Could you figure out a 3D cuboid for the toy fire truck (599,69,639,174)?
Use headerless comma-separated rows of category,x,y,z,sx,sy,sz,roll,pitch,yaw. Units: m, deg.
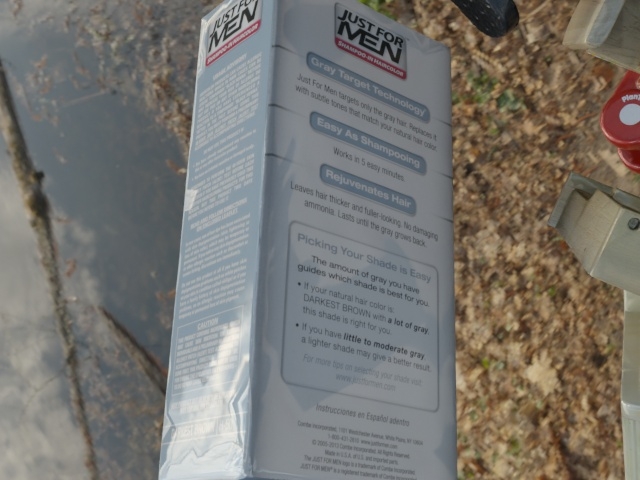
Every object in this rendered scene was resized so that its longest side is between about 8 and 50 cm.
toy fire truck,0.636,-0.223,1.495,0.302,0.169,0.254,31,92,35

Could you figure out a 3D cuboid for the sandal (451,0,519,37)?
sandal,0.054,-0.191,0.499,0.179,0.067,0.040,44,91,-11

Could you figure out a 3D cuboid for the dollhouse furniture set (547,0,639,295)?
dollhouse furniture set,0.249,-0.086,0.551,0.212,0.161,0.242,23,103,2

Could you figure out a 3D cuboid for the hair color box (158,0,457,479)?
hair color box,0.000,0.000,0.677,0.113,0.185,0.375,-21,60,48

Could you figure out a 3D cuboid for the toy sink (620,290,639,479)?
toy sink,0.328,0.131,0.727,0.152,0.131,0.234,0,125,21
